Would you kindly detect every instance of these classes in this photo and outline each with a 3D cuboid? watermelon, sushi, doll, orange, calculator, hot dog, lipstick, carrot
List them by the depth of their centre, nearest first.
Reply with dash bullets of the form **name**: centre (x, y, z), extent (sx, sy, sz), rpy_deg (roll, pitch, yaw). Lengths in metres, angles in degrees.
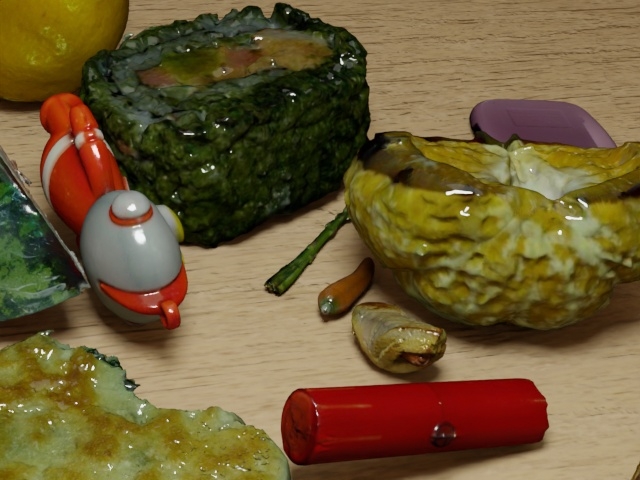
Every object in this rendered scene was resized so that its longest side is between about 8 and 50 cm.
- **lipstick**: centre (0.092, 0.168, 1.351), extent (0.279, 0.073, 0.073), rpy_deg (0, 32, -33)
- **hot dog**: centre (0.078, 0.107, 1.494), extent (0.078, 0.061, 0.169), rpy_deg (2, 8, -20)
- **watermelon**: centre (-0.359, -0.027, 1.499), extent (0.180, 0.224, 0.305), rpy_deg (5, 25, -34)
- **doll**: centre (-0.218, -0.022, 1.516), extent (0.105, 0.200, 0.336), rpy_deg (-15, 44, -22)
- **orange**: centre (0.205, -0.009, 1.546), extent (0.368, 0.210, 0.271), rpy_deg (4, 11, -6)
- **carrot**: centre (0.033, 0.052, 1.596), extent (0.035, 0.035, 0.142), rpy_deg (21, 29, 19)
- **sushi**: centre (-0.126, -0.151, 1.733), extent (0.352, 0.178, 0.294), rpy_deg (-26, 43, -34)
- **orange**: centre (-0.373, -0.310, 1.854), extent (0.235, 0.279, 0.279), rpy_deg (28, 28, -22)
- **calculator**: centre (0.301, -0.120, 1.880), extent (0.194, 0.043, 0.294), rpy_deg (0, 34, -8)

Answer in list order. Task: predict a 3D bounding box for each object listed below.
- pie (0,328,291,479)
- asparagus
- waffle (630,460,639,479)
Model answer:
- **pie**: centre (-0.205, 0.211, 1.284), extent (0.371, 0.078, 0.296), rpy_deg (25, 38, 27)
- **asparagus**: centre (0.000, 0.000, 1.672), extent (0.023, 0.022, 0.233), rpy_deg (-9, 24, 37)
- **waffle**: centre (0.435, 0.231, 1.220), extent (0.327, 0.224, 0.098), rpy_deg (25, 17, 16)
